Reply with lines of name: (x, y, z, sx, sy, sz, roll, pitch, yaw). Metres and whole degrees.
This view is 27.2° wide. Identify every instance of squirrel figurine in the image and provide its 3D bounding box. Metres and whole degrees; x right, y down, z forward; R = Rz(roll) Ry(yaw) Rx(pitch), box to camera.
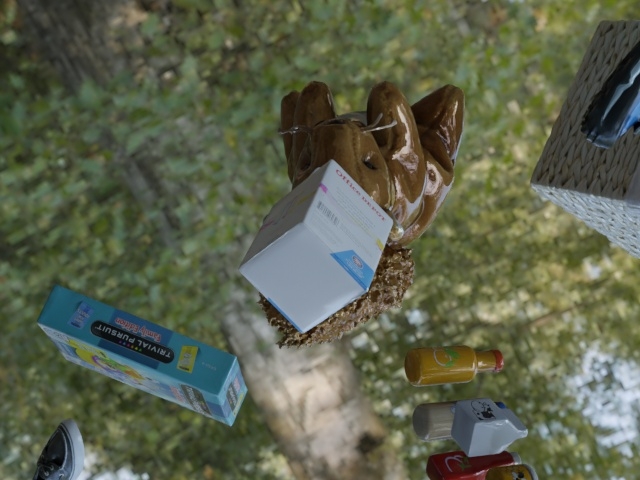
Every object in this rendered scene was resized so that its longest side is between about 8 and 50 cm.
squirrel figurine: (0.049, -0.030, 1.878, 0.281, 0.397, 0.370, 6, -166, 6)

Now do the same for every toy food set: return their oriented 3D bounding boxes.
toy food set: (0.171, 0.199, 1.315, 0.104, 0.111, 0.232, -3, -153, -21)

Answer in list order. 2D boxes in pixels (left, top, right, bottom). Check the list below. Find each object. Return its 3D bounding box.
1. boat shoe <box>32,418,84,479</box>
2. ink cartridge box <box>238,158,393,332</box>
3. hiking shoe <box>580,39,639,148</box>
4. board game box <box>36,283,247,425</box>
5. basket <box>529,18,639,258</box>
boat shoe: (-0.294, 0.253, 1.466, 0.040, 0.049, 0.142, -17, 144, -35)
ink cartridge box: (0.000, 0.000, 1.268, 0.090, 0.092, 0.143, -36, -165, 30)
hiking shoe: (0.427, -0.197, 1.489, 0.304, 0.132, 0.113, -43, 173, -10)
board game box: (-0.304, 0.205, 2.303, 0.254, 0.336, 0.079, 86, 27, -71)
basket: (0.560, -0.138, 2.064, 0.266, 0.328, 0.331, 11, -105, 55)
